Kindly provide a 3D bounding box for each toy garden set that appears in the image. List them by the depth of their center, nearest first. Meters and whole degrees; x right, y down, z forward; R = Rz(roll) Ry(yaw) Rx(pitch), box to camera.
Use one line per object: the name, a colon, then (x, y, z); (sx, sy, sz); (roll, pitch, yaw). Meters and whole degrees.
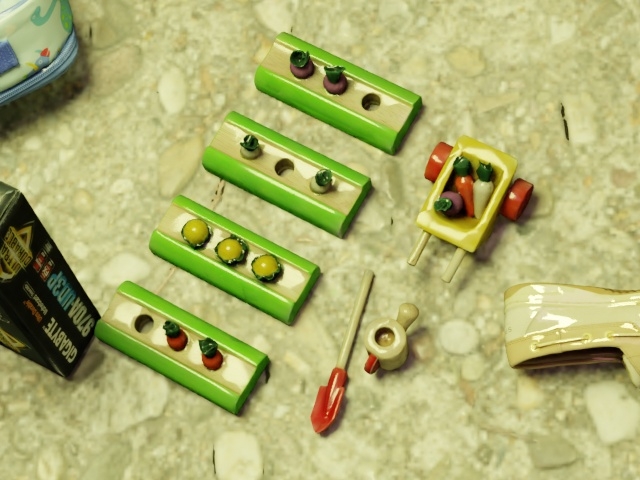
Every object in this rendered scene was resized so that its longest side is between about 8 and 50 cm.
toy garden set: (0.000, 0.000, 1.065); (0.204, 0.049, 0.244); (27, 76, 14)

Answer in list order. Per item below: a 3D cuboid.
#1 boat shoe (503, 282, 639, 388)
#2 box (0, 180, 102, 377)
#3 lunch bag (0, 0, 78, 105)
boat shoe: (0.196, 0.062, 1.020); (0.170, 0.063, 0.059); (2, 74, 17)
box: (-0.237, -0.004, 1.003); (0.175, 0.220, 0.051); (25, 73, 14)
lunch bag: (-0.281, -0.141, 1.105); (0.219, 0.090, 0.176); (-29, 52, -6)
